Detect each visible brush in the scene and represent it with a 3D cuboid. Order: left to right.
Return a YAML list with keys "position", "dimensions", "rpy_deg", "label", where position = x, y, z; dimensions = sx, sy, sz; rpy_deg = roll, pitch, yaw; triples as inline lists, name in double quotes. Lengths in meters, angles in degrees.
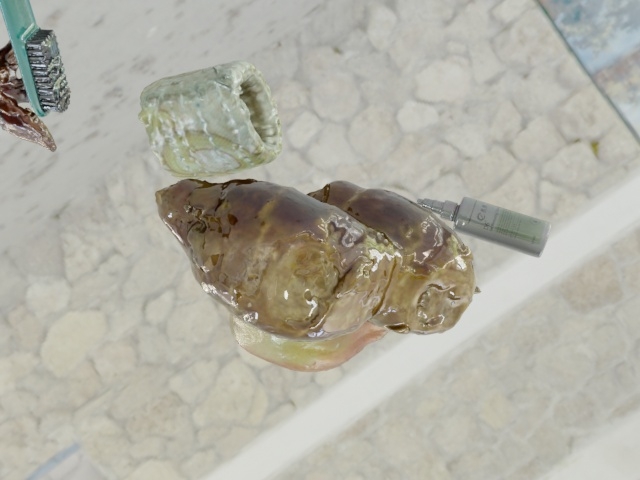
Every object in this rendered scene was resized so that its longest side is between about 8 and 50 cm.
- position: [-0.252, -0.191, 0.714]
  dimensions: [0.043, 0.032, 0.193]
  rpy_deg: [-74, 168, -46]
  label: "brush"

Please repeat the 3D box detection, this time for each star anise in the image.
- position: [-0.510, -0.227, 1.221]
  dimensions: [0.288, 0.288, 0.088]
  rpy_deg: [-37, -177, -35]
  label: "star anise"

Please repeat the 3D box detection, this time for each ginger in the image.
- position: [-0.008, 0.000, 0.942]
  dimensions: [0.357, 0.274, 0.152]
  rpy_deg: [3, 123, -28]
  label: "ginger"

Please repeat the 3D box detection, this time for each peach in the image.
- position: [-0.011, 0.090, 1.241]
  dimensions: [0.256, 0.232, 0.232]
  rpy_deg: [9, -163, 15]
  label: "peach"

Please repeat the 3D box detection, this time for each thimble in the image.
- position: [-0.143, -0.159, 1.080]
  dimensions: [0.143, 0.137, 0.190]
  rpy_deg: [-9, 164, 13]
  label: "thimble"

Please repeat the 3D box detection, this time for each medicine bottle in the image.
- position: [0.239, -0.030, 1.225]
  dimensions: [0.057, 0.199, 0.058]
  rpy_deg: [19, 90, -80]
  label: "medicine bottle"
